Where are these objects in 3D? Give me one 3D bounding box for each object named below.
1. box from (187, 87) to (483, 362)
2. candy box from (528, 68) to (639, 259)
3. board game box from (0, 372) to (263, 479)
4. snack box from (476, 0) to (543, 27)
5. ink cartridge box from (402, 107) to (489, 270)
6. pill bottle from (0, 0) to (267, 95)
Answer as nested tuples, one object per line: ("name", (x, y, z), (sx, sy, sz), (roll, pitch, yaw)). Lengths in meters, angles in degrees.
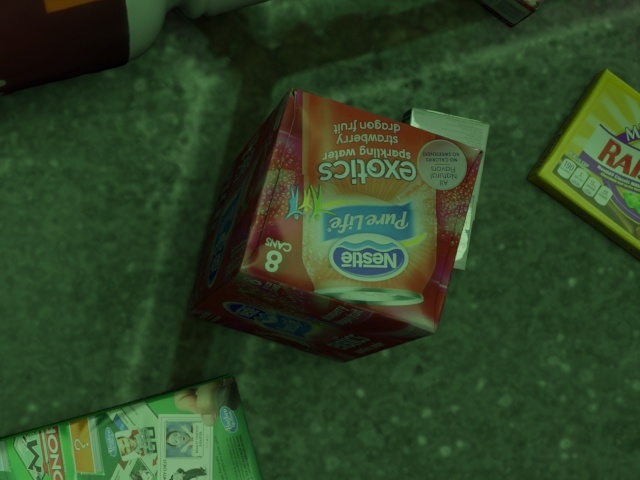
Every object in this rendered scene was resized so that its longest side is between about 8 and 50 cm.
("box", (0.000, 0.000, 1.030), (0.128, 0.257, 0.122), (18, 78, -9))
("candy box", (0.272, -0.032, 1.207), (0.206, 0.027, 0.105), (35, 76, -6))
("board game box", (-0.122, 0.273, 1.083), (0.213, 0.046, 0.317), (-14, 87, -12))
("snack box", (0.121, -0.295, 1.184), (0.207, 0.070, 0.174), (36, 79, -4))
("ink cartridge box", (0.086, -0.037, 1.169), (0.063, 0.029, 0.115), (11, 83, -11))
("pill bottle", (-0.233, -0.204, 1.021), (0.392, 0.224, 0.224), (-17, 87, -12))
